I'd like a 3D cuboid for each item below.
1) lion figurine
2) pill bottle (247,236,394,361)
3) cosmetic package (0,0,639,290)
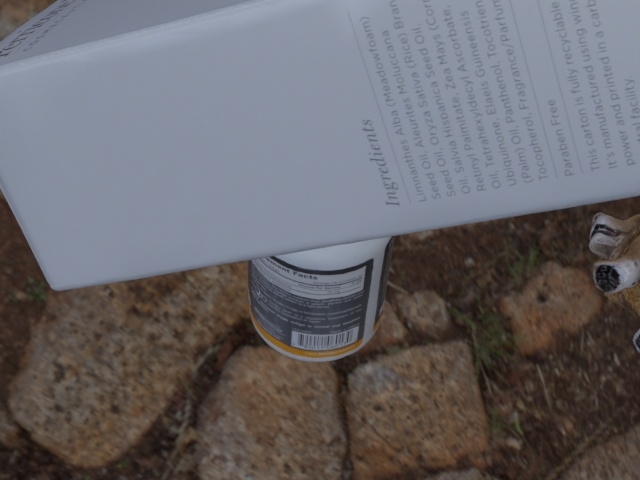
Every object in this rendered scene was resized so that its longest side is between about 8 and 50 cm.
[{"bbox_3d":[0.388,-0.031,1.081,0.142,0.240,0.392,54,134,6],"label":"lion figurine"},{"bbox_3d":[0.000,0.000,1.282,0.162,0.278,0.162,2,52,-2],"label":"pill bottle"},{"bbox_3d":[0.031,-0.121,0.740,0.453,0.161,0.230,-10,27,22],"label":"cosmetic package"}]
